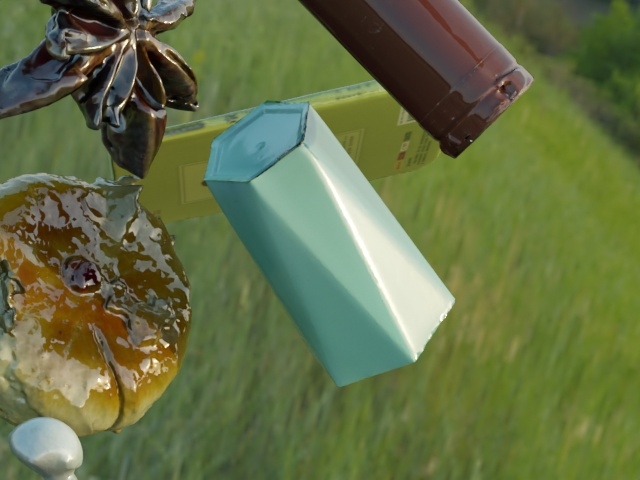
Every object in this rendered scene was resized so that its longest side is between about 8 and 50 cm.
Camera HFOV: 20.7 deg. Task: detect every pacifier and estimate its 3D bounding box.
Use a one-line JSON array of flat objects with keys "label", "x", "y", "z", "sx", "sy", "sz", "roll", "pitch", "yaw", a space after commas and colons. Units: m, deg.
[{"label": "pacifier", "x": -0.132, "y": 0.149, "z": 0.917, "sx": 0.127, "sy": 0.116, "sz": 0.150, "roll": 8, "pitch": 25, "yaw": 39}]

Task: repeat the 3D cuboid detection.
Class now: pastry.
[{"label": "pastry", "x": -0.219, "y": 0.053, "z": 1.548, "sx": 0.236, "sy": 0.121, "sz": 0.257, "roll": 15, "pitch": 58, "yaw": -33}]

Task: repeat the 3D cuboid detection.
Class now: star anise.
[{"label": "star anise", "x": -0.191, "y": -0.183, "z": 1.550, "sx": 0.129, "sy": 0.212, "sz": 0.283, "roll": -3, "pitch": -19, "yaw": 33}]

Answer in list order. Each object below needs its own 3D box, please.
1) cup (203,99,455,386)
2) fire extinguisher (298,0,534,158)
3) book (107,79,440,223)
[{"label": "cup", "x": 0.000, "y": 0.000, "z": 1.517, "sx": 0.236, "sy": 0.134, "sz": 0.148, "roll": 54, "pitch": -7, "yaw": -35}, {"label": "fire extinguisher", "x": 0.042, "y": -0.188, "z": 1.403, "sx": 0.269, "sy": 0.105, "sz": 0.105, "roll": 45, "pitch": 24, "yaw": 0}, {"label": "book", "x": -0.038, "y": -0.093, "z": 1.772, "sx": 0.352, "sy": 0.035, "sz": 0.239, "roll": -12, "pitch": -16, "yaw": -8}]
